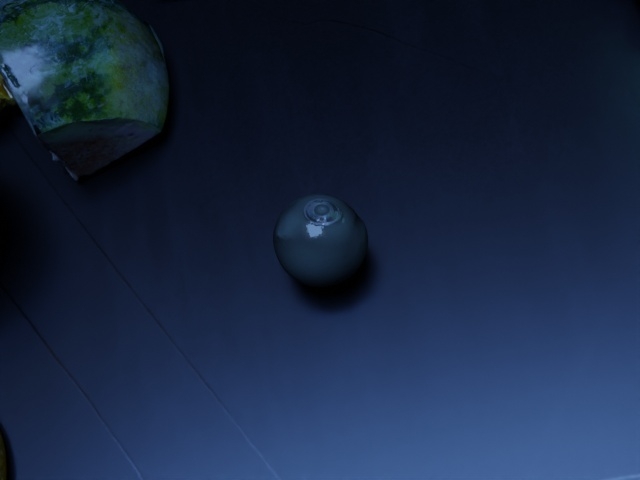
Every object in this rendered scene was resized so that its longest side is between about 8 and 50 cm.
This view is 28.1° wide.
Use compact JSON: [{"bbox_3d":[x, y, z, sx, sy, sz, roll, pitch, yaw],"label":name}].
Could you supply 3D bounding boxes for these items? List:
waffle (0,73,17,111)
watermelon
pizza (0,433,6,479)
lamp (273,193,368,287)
[{"bbox_3d":[-0.473,-0.208,1.601,0.191,0.038,0.191,15,42,-14],"label":"waffle"},{"bbox_3d":[-0.326,-0.233,1.583,0.224,0.180,0.305,1,46,-39],"label":"watermelon"},{"bbox_3d":[-0.401,0.227,1.407,0.099,0.035,0.160,-31,60,-6],"label":"pizza"},{"bbox_3d":[0.000,0.000,1.406,0.105,0.105,0.105,-5,62,9],"label":"lamp"}]
